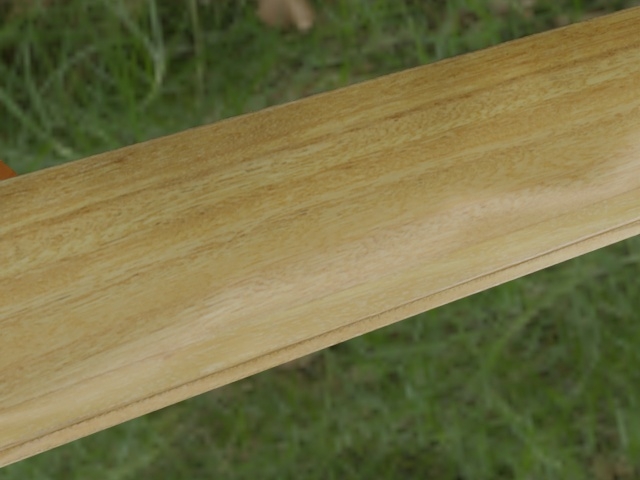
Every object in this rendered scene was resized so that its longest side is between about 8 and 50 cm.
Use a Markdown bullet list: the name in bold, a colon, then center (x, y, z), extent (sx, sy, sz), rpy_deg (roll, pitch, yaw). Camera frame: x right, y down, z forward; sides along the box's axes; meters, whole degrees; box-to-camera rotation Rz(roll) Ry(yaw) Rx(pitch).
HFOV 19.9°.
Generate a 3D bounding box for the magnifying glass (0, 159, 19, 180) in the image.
- **magnifying glass**: center (-0.225, -0.083, 0.872), extent (0.092, 0.231, 0.026), rpy_deg (-38, 167, -53)

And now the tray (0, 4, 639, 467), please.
- **tray**: center (0.000, 0.000, 0.628), extent (0.411, 0.076, 0.203), rpy_deg (-17, 176, -31)
